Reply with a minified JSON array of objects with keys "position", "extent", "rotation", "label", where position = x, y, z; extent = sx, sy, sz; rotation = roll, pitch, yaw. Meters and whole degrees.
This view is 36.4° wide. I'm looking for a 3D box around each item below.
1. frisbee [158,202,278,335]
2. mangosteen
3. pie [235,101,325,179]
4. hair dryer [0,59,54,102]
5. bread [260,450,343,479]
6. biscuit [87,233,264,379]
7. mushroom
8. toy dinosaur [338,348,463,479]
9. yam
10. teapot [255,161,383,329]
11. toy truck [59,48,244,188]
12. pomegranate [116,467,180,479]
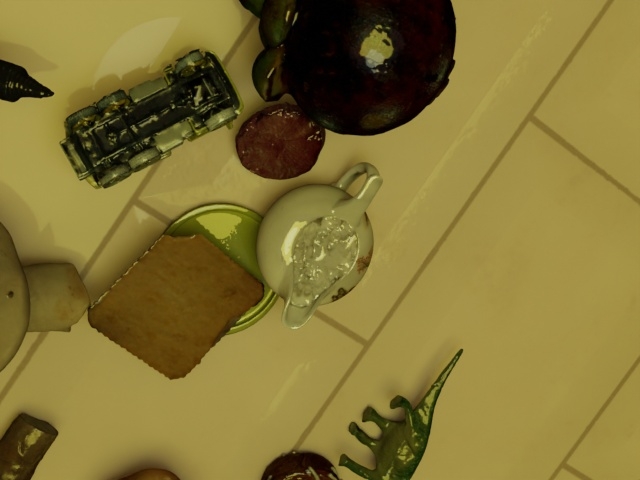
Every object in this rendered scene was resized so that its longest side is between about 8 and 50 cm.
[{"position":[-0.173,0.050,1.653],"extent":[0.236,0.017,0.236],"rotation":[-4,105,-13],"label":"frisbee"},{"position":[0.055,-0.306,1.475],"extent":[0.311,0.311,0.311],"rotation":[-4,106,-13],"label":"mangosteen"},{"position":[-0.064,-0.159,1.583],"extent":[0.154,0.036,0.154],"rotation":[-3,133,-3],"label":"pie"},{"position":[-0.534,-0.233,1.368],"extent":[0.352,0.107,0.189],"rotation":[20,104,14],"label":"hair dryer"},{"position":[-0.031,0.467,1.772],"extent":[0.160,0.073,0.160],"rotation":[-4,107,-12],"label":"bread"},{"position":[-0.234,0.104,1.600],"extent":[0.232,0.013,0.237],"rotation":[-45,129,2],"label":"biscuit"},{"position":[-0.510,0.105,1.482],"extent":[0.290,0.292,0.293],"rotation":[14,103,-47],"label":"mushroom"},{"position":[0.181,0.428,1.811],"extent":[0.301,0.087,0.447],"rotation":[42,99,-20],"label":"toy dinosaur"},{"position":[-0.501,0.356,1.625],"extent":[0.084,0.084,0.127],"rotation":[30,92,-20],"label":"yam"},{"position":[0.000,0.000,1.611],"extent":[0.204,0.139,0.298],"rotation":[25,91,-23],"label":"teapot"},{"position":[-0.263,-0.177,1.500],"extent":[0.272,0.157,0.124],"rotation":[-30,94,-13],"label":"toy truck"},{"position":[-0.300,0.492,1.653],"extent":[0.209,0.209,0.209],"rotation":[-4,106,-13],"label":"pomegranate"}]
